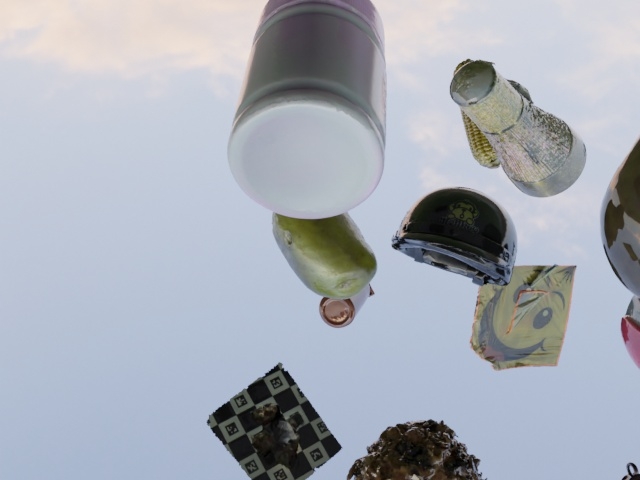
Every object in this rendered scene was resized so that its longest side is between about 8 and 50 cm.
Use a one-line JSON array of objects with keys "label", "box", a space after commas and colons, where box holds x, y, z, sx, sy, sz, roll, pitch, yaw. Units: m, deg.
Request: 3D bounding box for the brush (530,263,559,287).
[{"label": "brush", "box": [0.530, 0.083, 1.744, 0.084, 0.016, 0.013, -41, -110, 6]}]

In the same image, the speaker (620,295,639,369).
[{"label": "speaker", "box": [0.719, 0.145, 1.380, 0.294, 0.294, 0.294, -5, -141, 4]}]

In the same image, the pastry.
[{"label": "pastry", "box": [0.158, 0.435, 1.231, 0.275, 0.193, 0.274, 2, -103, -9]}]

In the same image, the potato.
[{"label": "potato", "box": [0.001, 0.000, 1.364, 0.148, 0.228, 0.197, -38, -175, 27]}]

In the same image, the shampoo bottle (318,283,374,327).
[{"label": "shampoo bottle", "box": [0.068, 0.122, 1.661, 0.085, 0.085, 0.244, 5, -166, 17]}]

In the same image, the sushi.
[{"label": "sushi", "box": [-0.090, 0.374, 1.419, 0.193, 0.040, 0.210, -33, -105, -27]}]

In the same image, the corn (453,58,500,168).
[{"label": "corn", "box": [0.495, -0.391, 2.279, 0.120, 0.120, 0.363, -11, -103, -2]}]

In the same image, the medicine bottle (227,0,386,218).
[{"label": "medicine bottle", "box": [-0.008, -0.204, 1.021, 0.202, 0.202, 0.315, -2, -135, 9]}]

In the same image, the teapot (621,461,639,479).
[{"label": "teapot", "box": [0.612, 0.476, 1.409, 0.068, 0.045, 0.100, -10, -105, -14]}]

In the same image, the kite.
[{"label": "kite", "box": [0.506, 0.176, 1.782, 0.327, 0.377, 0.013, -46, -154, -2]}]

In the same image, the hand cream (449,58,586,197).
[{"label": "hand cream", "box": [0.186, -0.112, 0.718, 0.084, 0.203, 0.084, -16, -117, 35]}]

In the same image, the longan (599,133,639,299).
[{"label": "longan", "box": [0.580, -0.048, 1.127, 0.289, 0.350, 0.288, 10, -158, -4]}]

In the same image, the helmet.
[{"label": "helmet", "box": [0.260, -0.020, 1.361, 0.231, 0.279, 0.160, 20, -99, 13]}]
